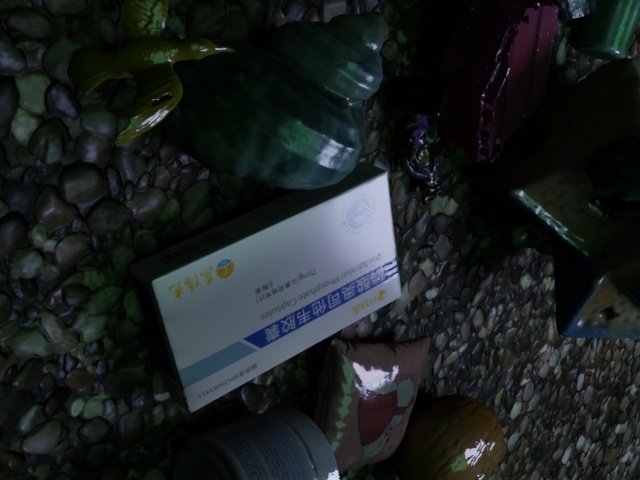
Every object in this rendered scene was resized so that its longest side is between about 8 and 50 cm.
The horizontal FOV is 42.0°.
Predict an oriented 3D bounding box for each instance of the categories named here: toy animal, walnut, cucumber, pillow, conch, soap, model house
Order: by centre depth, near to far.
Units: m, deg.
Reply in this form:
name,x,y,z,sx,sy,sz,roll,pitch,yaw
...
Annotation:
name,x,y,z,sx,sy,sz,roll,pitch,yaw
toy animal,-0.172,-0.193,0.854,0.155,0.095,0.219,-5,79,-43
conch,-0.032,-0.162,0.957,0.277,0.195,0.220,-38,103,4
soap,0.255,-0.248,1.183,0.162,0.099,0.250,-40,151,-21
pillow,0.070,0.248,1.269,0.236,0.084,0.223,6,102,-50
model house,0.456,-0.037,1.345,0.382,0.343,0.334,40,41,-26
cucumber,0.409,-0.417,1.352,0.116,0.062,0.115,-41,127,-27
walnut,0.212,0.349,1.395,0.207,0.167,0.167,-30,125,-35

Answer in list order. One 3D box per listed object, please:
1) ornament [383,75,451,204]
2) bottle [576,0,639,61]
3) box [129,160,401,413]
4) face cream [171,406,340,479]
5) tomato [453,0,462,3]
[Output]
name,x,y,z,sx,sy,sz,roll,pitch,yaw
ornament,0.147,-0.142,1.205,0.203,0.088,0.081,72,31,-49
bottle,0.528,-0.476,1.419,0.093,0.093,0.330,12,98,-46
box,-0.053,0.053,1.054,0.343,0.065,0.200,-26,124,-26
face cream,-0.086,0.319,1.078,0.153,0.177,0.177,-9,112,-40
tomato,0.217,-0.437,1.114,0.228,0.112,0.199,-52,153,9
